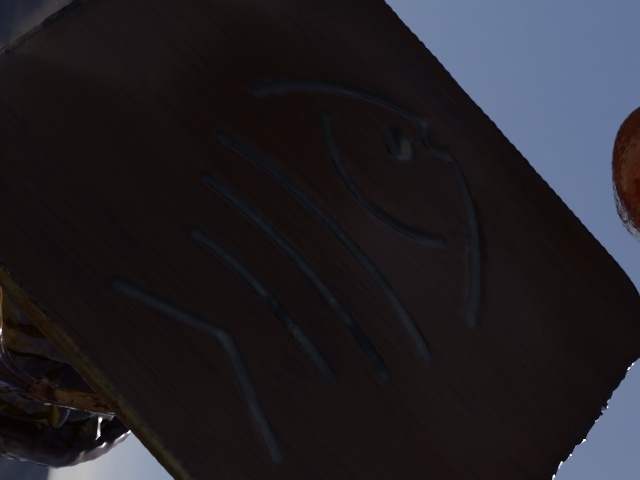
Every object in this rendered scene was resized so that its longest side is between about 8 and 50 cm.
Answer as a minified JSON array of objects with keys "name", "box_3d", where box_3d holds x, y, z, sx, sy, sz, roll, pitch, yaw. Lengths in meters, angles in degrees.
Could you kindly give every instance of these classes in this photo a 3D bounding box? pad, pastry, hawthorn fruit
[{"name":"pad","box_3d":[0.000,0.000,0.817,0.018,0.286,0.284,-39,-177,44]},{"name":"pastry","box_3d":[-0.199,0.028,1.285,0.132,0.235,0.240,-54,-176,22]},{"name":"hawthorn fruit","box_3d":[0.270,-0.047,1.363,0.138,0.133,0.133,-67,173,-66]}]

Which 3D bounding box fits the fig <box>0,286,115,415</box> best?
[{"name":"fig","box_3d":[-0.201,0.039,1.026,0.134,0.201,0.146,-35,-146,30]}]
